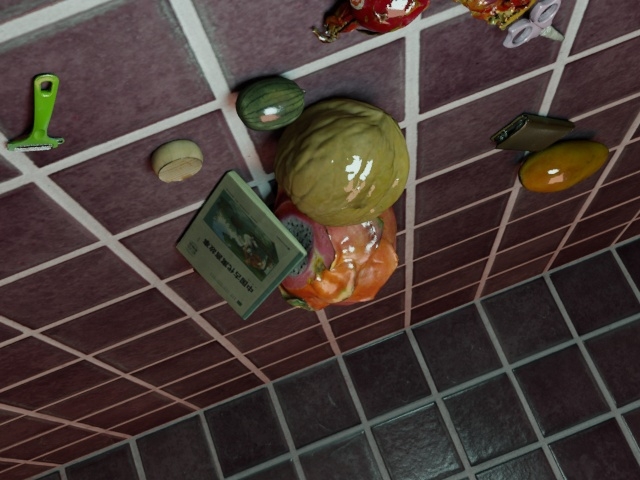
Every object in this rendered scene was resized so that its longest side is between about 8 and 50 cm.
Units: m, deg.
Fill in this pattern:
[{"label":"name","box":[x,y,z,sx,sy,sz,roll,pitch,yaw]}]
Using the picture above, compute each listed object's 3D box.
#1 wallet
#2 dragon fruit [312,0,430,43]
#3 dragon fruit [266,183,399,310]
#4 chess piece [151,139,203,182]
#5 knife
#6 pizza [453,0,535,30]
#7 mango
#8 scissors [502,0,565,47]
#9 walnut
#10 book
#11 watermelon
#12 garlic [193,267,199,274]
[{"label":"wallet","box":[0.474,-0.238,1.724,0.198,0.031,0.110,-3,154,-43]},{"label":"dragon fruit","box":[0.062,-0.308,1.032,0.191,0.094,0.094,-21,164,34]},{"label":"dragon fruit","box":[0.000,0.000,1.489,0.189,0.290,0.291,4,148,-40]},{"label":"chess piece","box":[-0.232,-0.129,1.254,0.084,0.038,0.083,-22,161,-8]},{"label":"knife","box":[-0.372,-0.165,1.036,0.078,0.022,0.166,-15,161,-34]},{"label":"pizza","box":[0.262,-0.365,1.134,0.193,0.053,0.201,-17,160,-15]},{"label":"mango","box":[0.595,-0.184,1.866,0.253,0.113,0.138,-18,170,-19]},{"label":"scissors","box":[0.374,-0.355,1.293,0.110,0.021,0.212,-42,164,28]},{"label":"walnut","box":[0.039,-0.133,1.296,0.228,0.228,0.228,-19,160,-7]},{"label":"book","box":[-0.156,0.016,1.479,0.025,0.215,0.282,-38,173,-42]},{"label":"watermelon","box":[-0.073,-0.205,1.160,0.111,0.078,0.078,-17,160,-20]},{"label":"garlic","box":[-0.167,0.044,1.693,0.207,0.128,0.115,-7,133,-18]}]
